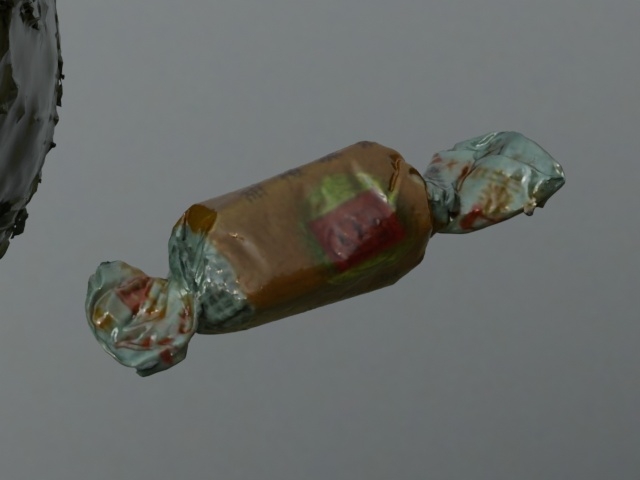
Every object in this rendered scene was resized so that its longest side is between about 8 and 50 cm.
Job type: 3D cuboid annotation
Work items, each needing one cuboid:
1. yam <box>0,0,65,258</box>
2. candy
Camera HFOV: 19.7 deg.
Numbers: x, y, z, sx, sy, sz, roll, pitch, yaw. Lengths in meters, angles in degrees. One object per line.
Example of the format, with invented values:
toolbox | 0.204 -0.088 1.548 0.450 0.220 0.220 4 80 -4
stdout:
yam | -0.217 -0.081 0.646 0.241 0.241 0.348 -17 -9 -7
candy | 0.000 0.000 0.649 0.182 0.053 0.046 -20 -19 -21
